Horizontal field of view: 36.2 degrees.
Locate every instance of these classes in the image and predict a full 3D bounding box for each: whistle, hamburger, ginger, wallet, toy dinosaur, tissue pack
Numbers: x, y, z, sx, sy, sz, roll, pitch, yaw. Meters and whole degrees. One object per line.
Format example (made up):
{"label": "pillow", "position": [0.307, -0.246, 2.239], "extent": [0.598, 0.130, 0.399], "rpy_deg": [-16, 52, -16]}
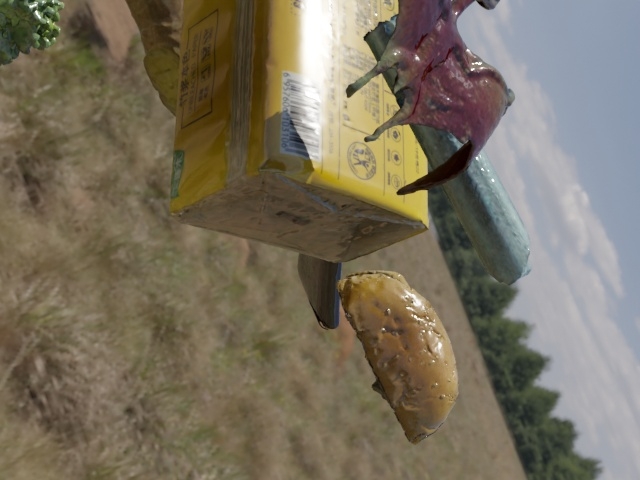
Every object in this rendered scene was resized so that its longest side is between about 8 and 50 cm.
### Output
{"label": "whistle", "position": [0.142, -0.097, 1.050], "extent": [0.312, 0.062, 0.062], "rpy_deg": [62, 7, 4]}
{"label": "hamburger", "position": [0.122, 0.159, 1.423], "extent": [0.262, 0.131, 0.124], "rpy_deg": [67, 13, 1]}
{"label": "ginger", "position": [-0.228, -0.347, 1.536], "extent": [0.190, 0.126, 0.354], "rpy_deg": [-11, 88, -38]}
{"label": "wallet", "position": [0.000, 0.000, 1.803], "extent": [0.318, 0.045, 0.172], "rpy_deg": [95, -23, -43]}
{"label": "toy dinosaur", "position": [0.062, -0.175, 0.818], "extent": [0.327, 0.113, 0.207], "rpy_deg": [28, 80, -49]}
{"label": "tissue pack", "position": [-0.023, -0.193, 1.273], "extent": [0.293, 0.228, 0.382], "rpy_deg": [16, 66, -36]}

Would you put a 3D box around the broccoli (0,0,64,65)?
{"label": "broccoli", "position": [-0.455, -0.385, 1.191], "extent": [0.277, 0.338, 0.317], "rpy_deg": [10, 34, -50]}
